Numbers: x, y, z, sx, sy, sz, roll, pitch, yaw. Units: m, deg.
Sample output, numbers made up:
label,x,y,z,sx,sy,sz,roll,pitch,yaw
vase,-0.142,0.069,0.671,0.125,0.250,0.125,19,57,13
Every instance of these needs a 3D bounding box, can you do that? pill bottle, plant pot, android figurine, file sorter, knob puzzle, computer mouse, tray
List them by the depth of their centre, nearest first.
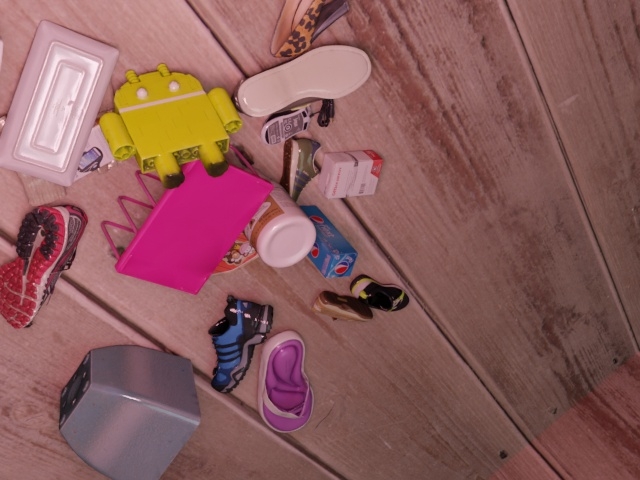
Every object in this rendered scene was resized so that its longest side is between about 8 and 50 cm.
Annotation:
label,x,y,z,sx,sy,sz,roll,pitch,yaw
tray,-0.467,-0.237,1.436,0.145,0.030,0.270,18,99,-30
android figurine,-0.275,-0.219,1.479,0.248,0.273,0.056,-16,151,-21
file sorter,-0.283,-0.074,1.646,0.202,0.182,0.290,22,111,-44
pill bottle,-0.116,-0.056,1.739,0.131,0.229,0.131,-18,133,-21
computer mouse,-0.054,-0.268,1.750,0.193,0.042,0.106,-26,140,-22
plant pot,-0.459,0.388,1.872,0.252,0.248,0.247,29,106,-26
knob puzzle,-0.212,0.015,1.877,0.213,0.030,0.213,-19,133,-22

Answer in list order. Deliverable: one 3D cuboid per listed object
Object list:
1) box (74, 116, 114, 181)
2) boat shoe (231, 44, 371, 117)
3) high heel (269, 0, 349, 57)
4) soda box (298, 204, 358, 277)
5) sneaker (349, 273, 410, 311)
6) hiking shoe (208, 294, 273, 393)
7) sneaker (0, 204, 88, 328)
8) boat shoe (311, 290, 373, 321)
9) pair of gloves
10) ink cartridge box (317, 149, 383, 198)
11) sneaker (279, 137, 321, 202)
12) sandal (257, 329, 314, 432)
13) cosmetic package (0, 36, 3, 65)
label,x,y,z,sx,sy,sz,roll,pitch,yaw
box,-0.449,-0.163,1.513,0.136,0.028,0.081,-30,131,-12
boat shoe,-0.041,-0.329,1.671,0.305,0.091,0.109,-21,103,-20
high heel,-0.054,-0.472,1.541,0.186,0.093,0.261,-40,144,-5
soda box,0.000,0.000,1.878,0.071,0.210,0.067,-3,126,-32
sneaker,0.171,0.168,2.213,0.235,0.097,0.084,19,112,-42
hiking shoe,-0.226,0.257,2.035,0.132,0.113,0.304,23,120,-11
sneaker,-0.558,0.058,1.623,0.299,0.121,0.112,-53,166,24
boat shoe,0.056,0.189,2.186,0.190,0.068,0.072,23,122,-33
pair of gloves,-0.478,-0.191,1.521,0.240,0.042,0.204,-29,131,-17
ink cartridge box,0.069,-0.157,1.909,0.135,0.056,0.099,-7,127,-31
sneaker,-0.042,-0.144,1.837,0.086,0.064,0.192,-7,125,-24
sandal,-0.091,0.422,2.237,0.169,0.102,0.416,-24,135,-16
cosmetic package,-0.616,-0.285,1.271,0.184,0.151,0.151,-1,124,-35
